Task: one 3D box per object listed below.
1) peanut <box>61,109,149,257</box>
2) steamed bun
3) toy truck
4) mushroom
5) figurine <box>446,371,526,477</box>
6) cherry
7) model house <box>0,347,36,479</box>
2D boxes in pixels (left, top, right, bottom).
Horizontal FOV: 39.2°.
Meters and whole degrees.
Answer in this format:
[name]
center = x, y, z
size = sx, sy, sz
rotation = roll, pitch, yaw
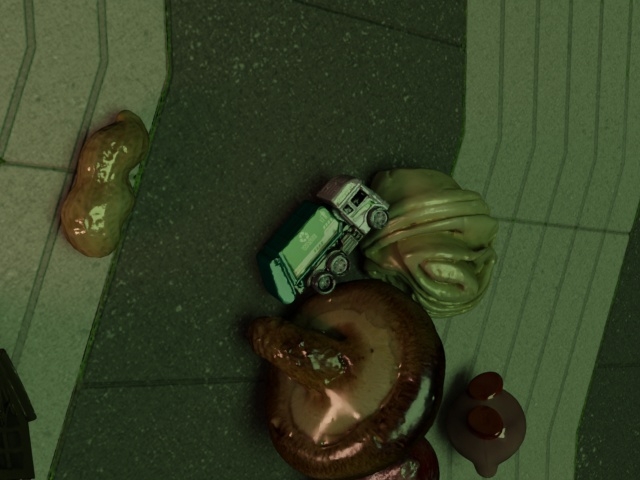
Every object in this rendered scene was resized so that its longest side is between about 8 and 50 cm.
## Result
[peanut]
center = -0.318, -0.087, 1.338
size = 0.104, 0.085, 0.228
rotation = 19, 85, -47
[steamed bun]
center = 0.224, 0.004, 1.687
size = 0.276, 0.203, 0.289
rotation = -10, 103, -35
[toy truck]
center = 0.000, 0.000, 1.564
size = 0.124, 0.114, 0.253
rotation = 42, 83, -24
[mushroom]
center = 0.057, 0.235, 1.545
size = 0.239, 0.345, 0.345
rotation = -18, 111, -64
[figurine]
center = 0.345, 0.387, 1.874
size = 0.173, 0.173, 0.173
rotation = -7, 102, -36
[cherry]
center = 0.115, 0.443, 1.661
size = 0.230, 0.300, 0.203
rotation = -30, 70, -30
[model house]
center = -0.501, 0.220, 1.211
size = 0.204, 0.211, 0.243
rotation = 53, 24, -74
